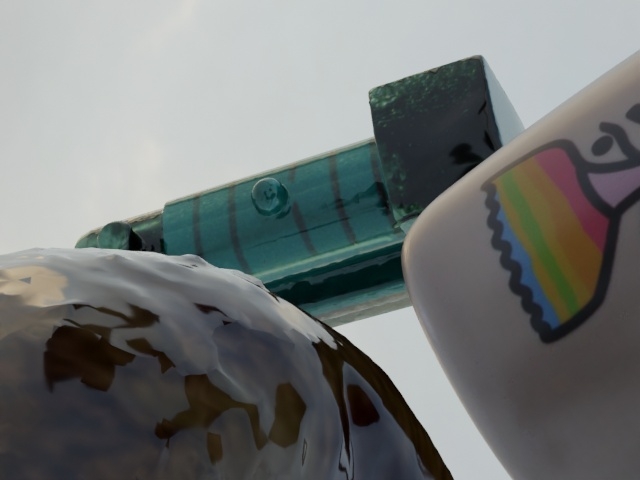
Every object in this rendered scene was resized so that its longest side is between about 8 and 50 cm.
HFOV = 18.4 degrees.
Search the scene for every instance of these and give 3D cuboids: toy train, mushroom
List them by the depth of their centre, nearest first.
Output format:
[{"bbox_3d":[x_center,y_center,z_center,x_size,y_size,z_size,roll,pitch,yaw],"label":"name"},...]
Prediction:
[{"bbox_3d":[-0.031,0.186,0.448,0.356,0.331,0.334,22,-43,43],"label":"mushroom"},{"bbox_3d":[0.000,0.000,1.181,0.194,0.298,0.120,48,28,-61],"label":"toy train"}]

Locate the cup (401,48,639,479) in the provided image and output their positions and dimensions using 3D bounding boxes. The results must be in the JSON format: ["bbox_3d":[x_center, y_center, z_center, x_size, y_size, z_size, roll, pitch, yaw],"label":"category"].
[{"bbox_3d":[0.167,0.041,0.836,0.200,0.191,0.253,-33,-126,11],"label":"cup"}]
